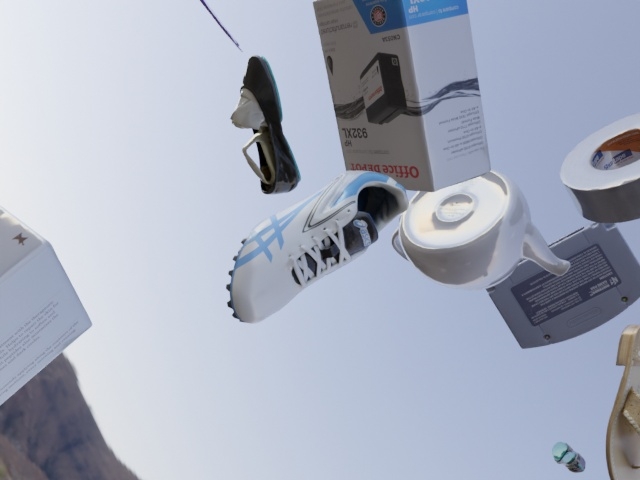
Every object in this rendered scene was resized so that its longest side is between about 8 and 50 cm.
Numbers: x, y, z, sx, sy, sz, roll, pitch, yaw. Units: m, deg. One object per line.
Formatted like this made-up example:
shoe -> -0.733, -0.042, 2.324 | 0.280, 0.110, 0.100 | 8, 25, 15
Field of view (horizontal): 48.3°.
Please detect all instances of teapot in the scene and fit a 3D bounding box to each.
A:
teapot -> 0.275, 0.002, 1.319 | 0.187, 0.253, 0.256 | 55, 6, -37

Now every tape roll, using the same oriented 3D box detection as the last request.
tape roll -> 0.516, -0.125, 1.184 | 0.072, 0.219, 0.219 | 54, -24, -23

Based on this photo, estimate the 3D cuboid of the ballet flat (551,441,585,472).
ballet flat -> 0.448, 0.394, 1.282 | 0.041, 0.041, 0.114 | 63, 1, 4

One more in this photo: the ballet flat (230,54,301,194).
ballet flat -> -0.113, -0.213, 1.385 | 0.095, 0.096, 0.280 | 19, -49, 55

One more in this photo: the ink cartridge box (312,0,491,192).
ink cartridge box -> 0.123, -0.239, 1.102 | 0.223, 0.129, 0.307 | 12, -62, 56

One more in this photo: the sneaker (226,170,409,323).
sneaker -> 0.000, 0.000, 0.725 | 0.086, 0.237, 0.085 | 9, -50, 45

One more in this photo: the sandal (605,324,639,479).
sandal -> 0.446, 0.232, 0.959 | 0.079, 0.088, 0.239 | -10, -112, 56

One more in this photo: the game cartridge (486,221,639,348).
game cartridge -> 0.516, 0.099, 1.490 | 0.294, 0.060, 0.196 | -31, -94, 19

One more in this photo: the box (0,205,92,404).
box -> -0.213, 0.035, 0.417 | 0.102, 0.101, 0.087 | 32, -31, 24

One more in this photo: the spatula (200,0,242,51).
spatula -> -0.185, -0.277, 0.660 | 0.296, 0.030, 0.084 | 33, 13, -23
